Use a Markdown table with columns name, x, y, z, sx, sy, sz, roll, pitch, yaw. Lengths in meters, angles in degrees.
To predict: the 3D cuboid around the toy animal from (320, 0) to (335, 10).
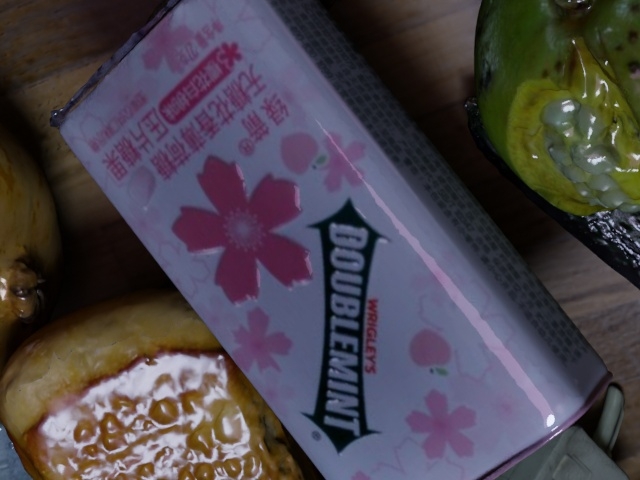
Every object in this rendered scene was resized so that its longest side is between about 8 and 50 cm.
| name | x | y | z | sx | sy | sz | roll | pitch | yaw |
| --- | --- | --- | --- | --- | --- | --- | --- | --- | --- |
| toy animal | 0.046 | -0.264 | 0.968 | 0.160 | 0.197 | 0.273 | -3 | 107 | 11 |

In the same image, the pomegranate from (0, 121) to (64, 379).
| name | x | y | z | sx | sy | sz | roll | pitch | yaw |
| --- | --- | --- | --- | --- | --- | --- | --- | --- | --- |
| pomegranate | -0.297 | 0.016 | 1.133 | 0.248 | 0.248 | 0.248 | 5 | 113 | 11 |

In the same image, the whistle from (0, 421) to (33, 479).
| name | x | y | z | sx | sy | sz | roll | pitch | yaw |
| --- | --- | --- | --- | --- | --- | --- | --- | --- | --- |
| whistle | -0.239 | 0.225 | 1.182 | 0.122 | 0.123 | 0.223 | 8 | 129 | 9 |

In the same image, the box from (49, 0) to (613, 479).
| name | x | y | z | sx | sy | sz | roll | pitch | yaw |
| --- | --- | --- | --- | --- | --- | --- | --- | --- | --- |
| box | 0.000 | 0.000 | 0.999 | 0.190 | 0.112 | 0.370 | -41 | 87 | 28 |

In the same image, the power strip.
| name | x | y | z | sx | sy | sz | roll | pitch | yaw |
| --- | --- | --- | --- | --- | --- | --- | --- | --- | --- |
| power strip | 0.146 | 0.223 | 1.127 | 0.093 | 0.053 | 0.288 | 44 | 73 | -31 |

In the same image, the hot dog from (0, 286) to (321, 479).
| name | x | y | z | sx | sy | sz | roll | pitch | yaw |
| --- | --- | --- | --- | --- | --- | --- | --- | --- | --- |
| hot dog | -0.087 | 0.209 | 1.166 | 0.185 | 0.223 | 0.405 | -25 | 106 | -3 |

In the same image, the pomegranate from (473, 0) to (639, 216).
| name | x | y | z | sx | sy | sz | roll | pitch | yaw |
| --- | --- | --- | --- | --- | --- | --- | --- | --- | --- |
| pomegranate | 0.236 | -0.100 | 0.989 | 0.236 | 0.236 | 0.302 | -35 | 131 | 23 |

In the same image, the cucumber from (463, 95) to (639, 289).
| name | x | y | z | sx | sy | sz | roll | pitch | yaw |
| --- | --- | --- | --- | --- | --- | --- | --- | --- | --- |
| cucumber | 0.199 | -0.025 | 1.094 | 0.245 | 0.067 | 0.067 | 39 | 115 | -1 |
